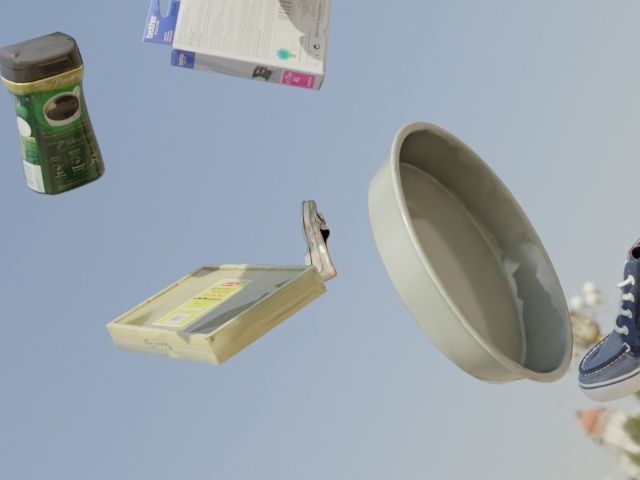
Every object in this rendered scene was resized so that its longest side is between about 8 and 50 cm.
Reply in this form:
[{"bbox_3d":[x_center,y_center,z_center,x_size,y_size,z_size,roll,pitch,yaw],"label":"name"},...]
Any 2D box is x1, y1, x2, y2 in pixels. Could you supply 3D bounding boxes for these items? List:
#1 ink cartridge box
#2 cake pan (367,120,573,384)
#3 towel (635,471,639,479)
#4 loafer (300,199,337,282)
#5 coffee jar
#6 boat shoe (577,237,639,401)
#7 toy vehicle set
[{"bbox_3d":[-0.141,-0.372,1.920,0.065,0.311,0.186,115,163,-60],"label":"ink cartridge box"},{"bbox_3d":[0.148,0.018,1.110,0.054,0.293,0.293,-33,-8,28],"label":"cake pan"},{"bbox_3d":[0.306,0.200,0.921,0.060,0.083,0.009,-54,-45,-83],"label":"towel"},{"bbox_3d":[0.000,0.000,1.491,0.045,0.039,0.125,44,-145,-57],"label":"loafer"},{"bbox_3d":[-0.323,-0.154,1.335,0.096,0.079,0.184,-24,-56,-31],"label":"coffee jar"},{"bbox_3d":[0.440,0.083,1.495,0.340,0.158,0.127,-42,11,37],"label":"boat shoe"},{"bbox_3d":[-0.132,0.083,1.340,0.166,0.267,0.035,-33,-73,-30],"label":"toy vehicle set"}]
